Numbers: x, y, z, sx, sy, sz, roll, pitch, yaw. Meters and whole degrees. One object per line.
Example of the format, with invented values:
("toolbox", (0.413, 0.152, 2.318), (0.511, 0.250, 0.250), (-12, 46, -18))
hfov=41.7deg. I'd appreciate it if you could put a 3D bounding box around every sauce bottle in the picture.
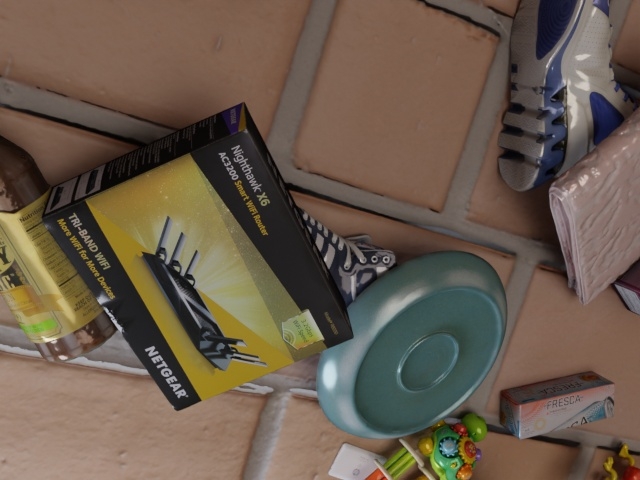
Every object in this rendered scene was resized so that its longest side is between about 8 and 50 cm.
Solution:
("sauce bottle", (-0.349, -0.026, 0.949), (0.111, 0.111, 0.345), (-30, 111, -13))

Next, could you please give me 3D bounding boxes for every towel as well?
("towel", (0.474, -0.089, 1.219), (0.332, 0.053, 0.317), (-40, 144, -7))

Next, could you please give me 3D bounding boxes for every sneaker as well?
("sneaker", (0.368, -0.225, 1.186), (0.182, 0.127, 0.316), (-1, 111, -25))
("sneaker", (0.000, 0.000, 1.098), (0.153, 0.099, 0.282), (-30, 118, -9))

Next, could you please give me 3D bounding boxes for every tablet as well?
("tablet", (0.057, 0.339, 1.260), (0.083, 0.006, 0.054), (26, 93, -25))

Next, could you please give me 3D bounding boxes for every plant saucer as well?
("plant saucer", (0.143, 0.162, 1.176), (0.317, 0.044, 0.318), (-16, 127, -22))

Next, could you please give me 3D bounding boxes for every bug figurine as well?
("bug figurine", (0.464, 0.471, 1.377), (0.279, 0.072, 0.216), (-61, 149, -3))

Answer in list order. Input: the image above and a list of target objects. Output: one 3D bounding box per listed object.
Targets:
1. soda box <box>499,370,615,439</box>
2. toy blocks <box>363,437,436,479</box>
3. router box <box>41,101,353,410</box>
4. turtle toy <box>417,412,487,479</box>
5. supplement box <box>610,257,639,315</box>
("soda box", (0.378, 0.261, 1.341), (0.183, 0.058, 0.063), (-8, 106, -19))
("toy blocks", (0.098, 0.383, 1.256), (0.148, 0.054, 0.123), (-40, 122, -8))
("router box", (-0.130, 0.029, 0.973), (0.242, 0.081, 0.309), (-24, 121, 6))
("turtle toy", (0.208, 0.311, 1.268), (0.095, 0.066, 0.130), (58, 40, -9))
("supplement box", (0.554, 0.077, 1.291), (0.104, 0.188, 0.081), (-42, 115, -7))
